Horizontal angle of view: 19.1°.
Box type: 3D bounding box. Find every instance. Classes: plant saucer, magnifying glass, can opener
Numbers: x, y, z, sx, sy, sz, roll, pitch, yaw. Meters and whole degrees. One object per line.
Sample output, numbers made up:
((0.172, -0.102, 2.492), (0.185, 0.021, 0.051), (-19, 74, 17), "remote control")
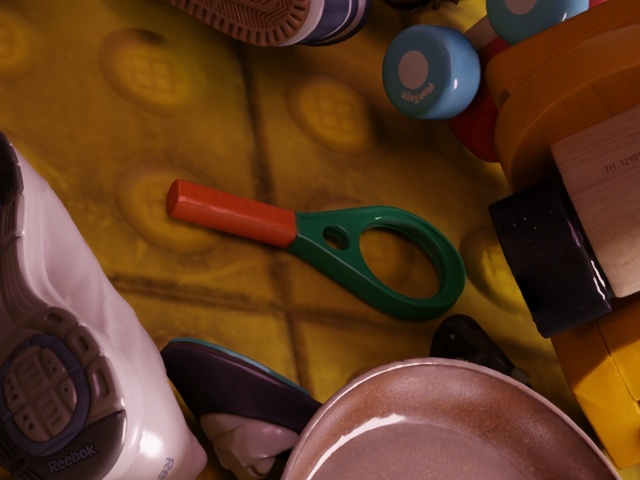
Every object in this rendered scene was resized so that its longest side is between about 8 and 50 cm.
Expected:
((0.088, 0.223, 1.148), (0.310, 0.050, 0.310), (17, 59, -30), "plant saucer")
((0.000, 0.000, 1.358), (0.231, 0.026, 0.092), (17, 45, -23), "magnifying glass")
((0.140, 0.127, 1.307), (0.073, 0.059, 0.186), (-21, 65, -44), "can opener")

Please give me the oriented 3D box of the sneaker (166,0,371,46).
((-0.087, -0.230, 1.456), (0.282, 0.099, 0.153), (35, 20, 23), "sneaker")

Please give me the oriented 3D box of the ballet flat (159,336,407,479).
((-0.016, 0.128, 1.196), (0.203, 0.074, 0.074), (26, 42, -21), "ballet flat")

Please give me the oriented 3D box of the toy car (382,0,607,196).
((0.206, -0.078, 1.450), (0.219, 0.210, 0.238), (-2, 66, -49), "toy car")

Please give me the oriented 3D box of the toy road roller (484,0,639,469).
((0.233, -0.020, 1.304), (0.329, 0.202, 0.240), (56, 14, -47), "toy road roller")

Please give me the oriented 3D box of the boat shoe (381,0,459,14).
((0.084, -0.235, 1.548), (0.324, 0.123, 0.116), (15, 61, 1), "boat shoe")

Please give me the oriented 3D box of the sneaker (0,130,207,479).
((-0.168, 0.050, 1.153), (0.129, 0.111, 0.297), (34, 20, -51), "sneaker")
